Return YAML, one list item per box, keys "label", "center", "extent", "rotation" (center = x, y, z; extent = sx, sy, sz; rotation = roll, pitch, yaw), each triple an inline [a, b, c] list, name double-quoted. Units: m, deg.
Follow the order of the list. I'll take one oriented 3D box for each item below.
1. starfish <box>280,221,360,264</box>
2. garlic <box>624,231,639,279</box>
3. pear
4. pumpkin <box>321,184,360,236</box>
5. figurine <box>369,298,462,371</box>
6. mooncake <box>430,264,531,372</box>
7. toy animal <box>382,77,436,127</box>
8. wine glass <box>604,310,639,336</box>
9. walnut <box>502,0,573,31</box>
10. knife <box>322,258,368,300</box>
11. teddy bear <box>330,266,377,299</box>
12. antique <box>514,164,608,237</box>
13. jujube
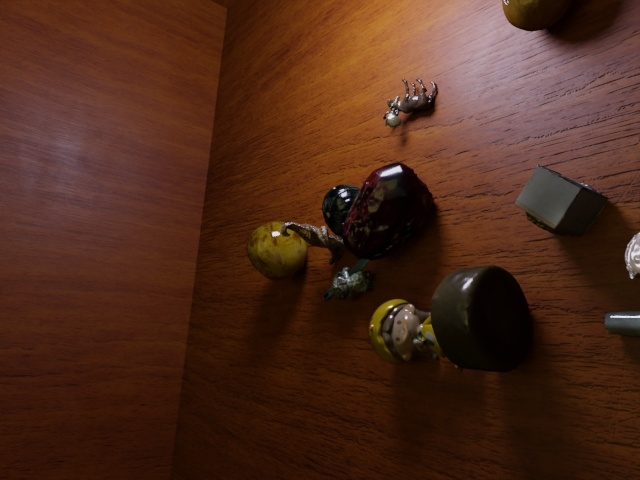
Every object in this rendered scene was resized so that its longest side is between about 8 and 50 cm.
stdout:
- label: "starfish"
  center: [-0.002, 0.003, 1.973]
  extent: [0.312, 0.303, 0.112]
  rotation: [21, 79, 43]
- label: "garlic"
  center: [0.807, 0.038, 0.985]
  extent: [0.203, 0.185, 0.281]
  rotation: [-57, 12, -15]
- label: "pear"
  center: [-0.196, 0.048, 2.224]
  extent: [0.281, 0.281, 0.280]
  rotation: [-20, 65, 49]
- label: "pumpkin"
  center: [0.100, -0.119, 1.945]
  extent: [0.220, 0.162, 0.220]
  rotation: [166, 90, -70]
- label: "figurine"
  center: [0.309, 0.308, 1.559]
  extent: [0.344, 0.187, 0.214]
  rotation: [4, 75, 48]
- label: "mooncake"
  center: [0.437, 0.213, 1.327]
  extent: [0.156, 0.285, 0.284]
  rotation: [-20, 65, 55]
- label: "toy animal"
  center: [0.327, -0.517, 1.839]
  extent: [0.214, 0.094, 0.185]
  rotation: [13, 99, 46]
- label: "wine glass"
  center: [0.768, 0.187, 1.072]
  extent: [0.262, 0.074, 0.073]
  rotation: [-9, 73, 53]
- label: "walnut"
  center: [0.644, -0.761, 1.414]
  extent: [0.203, 0.203, 0.297]
  rotation: [7, 85, 54]
- label: "knife"
  center: [0.101, 0.165, 2.007]
  extent: [0.313, 0.019, 0.044]
  rotation: [-48, 53, 33]
- label: "teddy bear"
  center: [0.107, 0.170, 1.908]
  extent: [0.213, 0.111, 0.133]
  rotation: [-19, 82, 49]
- label: "antique"
  center: [0.629, -0.096, 1.272]
  extent: [0.152, 0.147, 0.147]
  rotation: [51, 122, 48]
- label: "jujube"
  center: [0.235, -0.101, 1.727]
  extent: [0.376, 0.259, 0.258]
  rotation: [-57, 41, 35]
